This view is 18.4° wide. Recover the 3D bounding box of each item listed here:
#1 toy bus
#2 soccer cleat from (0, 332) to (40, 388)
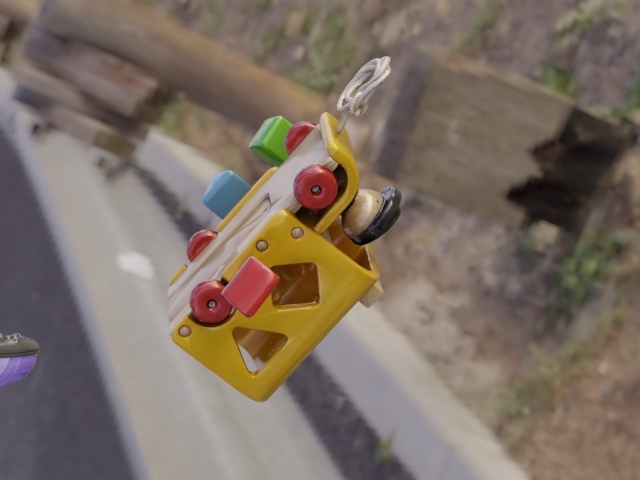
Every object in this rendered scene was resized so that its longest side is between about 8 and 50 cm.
[{"bbox_3d":[-0.008,0.007,1.268,0.202,0.104,0.191,-24,33,55],"label":"toy bus"},{"bbox_3d":[-0.417,0.161,1.865,0.108,0.318,0.116,174,84,-74],"label":"soccer cleat"}]
